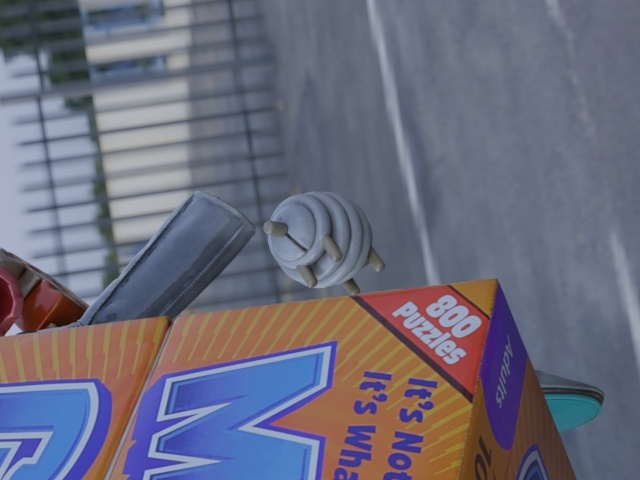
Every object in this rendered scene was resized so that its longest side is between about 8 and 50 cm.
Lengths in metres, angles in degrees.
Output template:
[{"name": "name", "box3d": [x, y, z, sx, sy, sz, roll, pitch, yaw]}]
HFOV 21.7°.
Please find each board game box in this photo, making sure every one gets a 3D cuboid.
[{"name": "board game box", "box3d": [-0.054, 0.282, 0.825, 0.356, 0.356, 0.356, -72, -34, -46]}]

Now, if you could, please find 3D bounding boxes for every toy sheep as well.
[{"name": "toy sheep", "box3d": [0.000, 0.000, 1.408, 0.132, 0.091, 0.091, 20, -128, -52]}]

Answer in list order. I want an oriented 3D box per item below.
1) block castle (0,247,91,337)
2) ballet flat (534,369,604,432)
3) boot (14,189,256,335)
[{"name": "block castle", "box3d": [-0.283, 0.214, 1.684, 0.453, 0.303, 0.213, 38, 175, -40]}, {"name": "ballet flat", "box3d": [0.113, 0.128, 1.312, 0.072, 0.213, 0.068, 67, -171, -52]}, {"name": "boot", "box3d": [-0.168, 0.045, 1.439, 0.190, 0.208, 0.076, 16, 160, 49]}]
